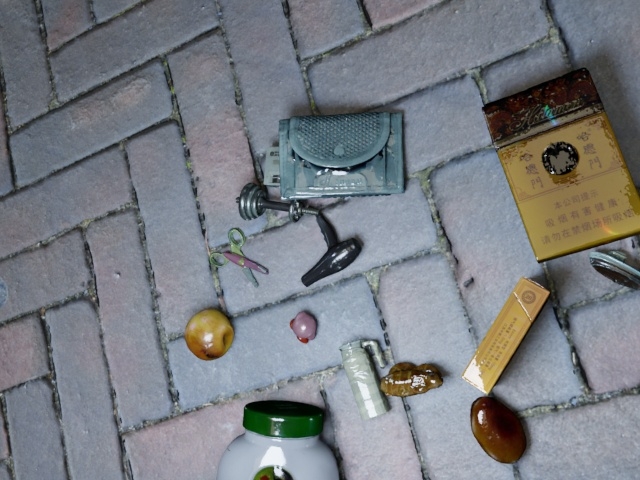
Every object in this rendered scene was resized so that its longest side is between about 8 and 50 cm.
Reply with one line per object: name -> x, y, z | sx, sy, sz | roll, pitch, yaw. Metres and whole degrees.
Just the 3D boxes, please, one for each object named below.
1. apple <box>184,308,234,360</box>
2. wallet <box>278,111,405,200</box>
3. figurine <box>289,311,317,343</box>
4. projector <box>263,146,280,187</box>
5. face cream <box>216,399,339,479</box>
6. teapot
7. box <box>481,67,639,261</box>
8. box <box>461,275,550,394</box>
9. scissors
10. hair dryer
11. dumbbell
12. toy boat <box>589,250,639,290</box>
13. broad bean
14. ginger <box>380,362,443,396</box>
apple -> -0.312, 0.271, 1.760 | 0.147, 0.146, 0.146 | -3, 82, 20
wallet -> 0.054, -0.234, 1.687 | 0.343, 0.075, 0.236 | -2, 80, 6
figurine -> -0.043, 0.238, 1.706 | 0.083, 0.067, 0.071 | 50, 122, 3
projector -> -0.082, -0.207, 1.778 | 0.147, 0.061, 0.115 | 3, 83, 21
face cream -> -0.107, 0.606, 1.594 | 0.313, 0.219, 0.356 | 4, 86, 4
teapot -> 0.125, 0.355, 1.624 | 0.107, 0.077, 0.200 | -23, 76, 12
box -> 0.579, -0.177, 1.501 | 0.265, 0.116, 0.414 | -19, 78, 18
box -> 0.442, 0.221, 1.469 | 0.076, 0.174, 0.274 | 32, 95, 20
scissors -> -0.231, 0.060, 1.822 | 0.187, 0.020, 0.133 | 40, 93, 21
hair dryer -> 0.000, 0.000, 1.733 | 0.196, 0.075, 0.219 | -35, 62, 23
dumbbell -> -0.122, -0.098, 1.757 | 0.255, 0.110, 0.110 | 9, 87, 18
toy boat -> 0.700, 0.060, 1.461 | 0.140, 0.059, 0.066 | 28, 65, 20
broad bean -> 0.425, 0.455, 1.497 | 0.114, 0.084, 0.165 | -43, 77, 5
ginger -> 0.238, 0.353, 1.572 | 0.162, 0.103, 0.073 | -8, 103, 25
